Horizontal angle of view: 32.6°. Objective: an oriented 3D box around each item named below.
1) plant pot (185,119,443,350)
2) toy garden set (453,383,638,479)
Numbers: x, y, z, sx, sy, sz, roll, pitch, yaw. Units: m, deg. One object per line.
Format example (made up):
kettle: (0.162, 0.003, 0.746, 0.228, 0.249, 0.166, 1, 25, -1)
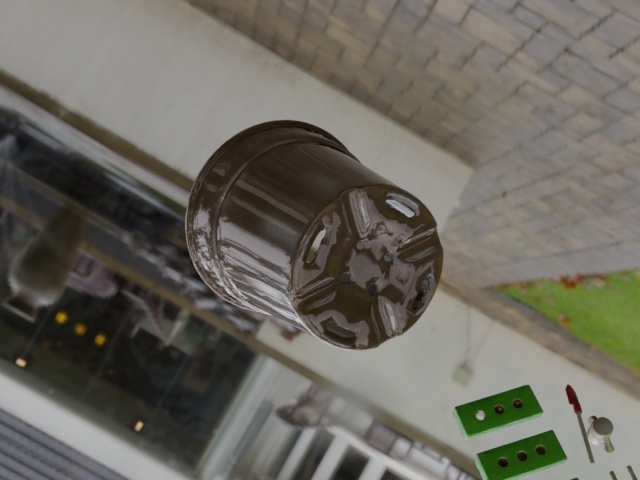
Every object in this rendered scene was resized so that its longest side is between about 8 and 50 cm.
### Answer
plant pot: (0.000, 0.000, 0.852, 0.167, 0.167, 0.165, 34, 178, -30)
toy garden set: (0.305, 0.295, 1.371, 0.049, 0.204, 0.244, 97, 154, -55)
